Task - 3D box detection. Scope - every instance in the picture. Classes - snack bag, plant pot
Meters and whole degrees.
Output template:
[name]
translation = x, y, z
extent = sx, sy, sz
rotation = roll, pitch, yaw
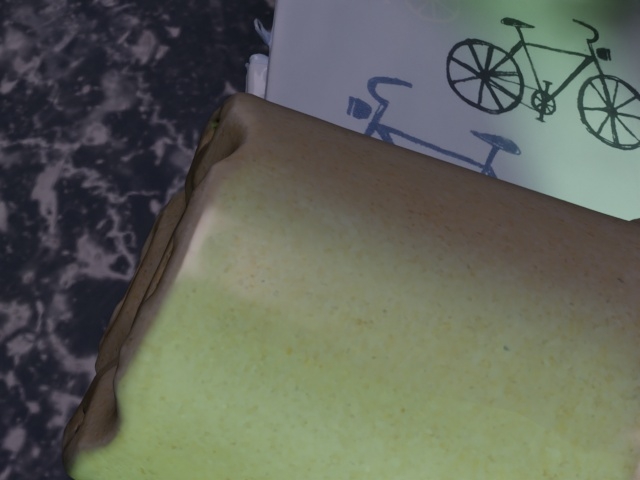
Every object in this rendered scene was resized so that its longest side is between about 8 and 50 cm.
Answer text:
[snack bag]
translation = 0.098, -0.089, 0.988
extent = 0.323, 0.037, 0.343
rotation = 13, 64, -18
[plant pot]
translation = 0.040, 0.083, 0.756
extent = 0.305, 0.334, 0.334
rotation = 25, 59, -9
